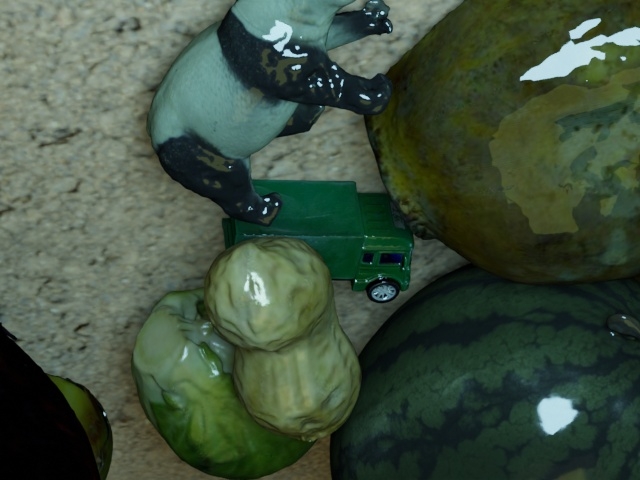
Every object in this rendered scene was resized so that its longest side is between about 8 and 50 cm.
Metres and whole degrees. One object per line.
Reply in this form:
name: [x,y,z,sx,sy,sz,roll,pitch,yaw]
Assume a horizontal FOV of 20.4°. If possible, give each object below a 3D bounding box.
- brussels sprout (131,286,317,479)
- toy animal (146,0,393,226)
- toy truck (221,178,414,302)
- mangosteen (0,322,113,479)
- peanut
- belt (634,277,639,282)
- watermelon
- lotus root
brussels sprout: [-0.076,0.120,1.451,0.183,0.131,0.145,12,132,-27]
toy animal: [-0.029,-0.115,1.192,0.121,0.094,0.225,24,134,-24]
toy truck: [0.000,0.000,1.364,0.147,0.065,0.079,2,138,-12]
mangosteen: [-0.317,0.220,1.343,0.421,0.381,0.381,13,139,-39]
peanut: [-0.027,0.070,1.310,0.098,0.103,0.229,-27,138,-7]
belt: [0.266,0.003,1.426,0.083,0.059,0.036,-25,140,19]
watermelon: [0.162,0.151,1.414,0.279,0.279,0.359,17,143,-30]
lotus root: [0.167,-0.067,1.246,0.260,0.149,0.267,-12,140,4]
